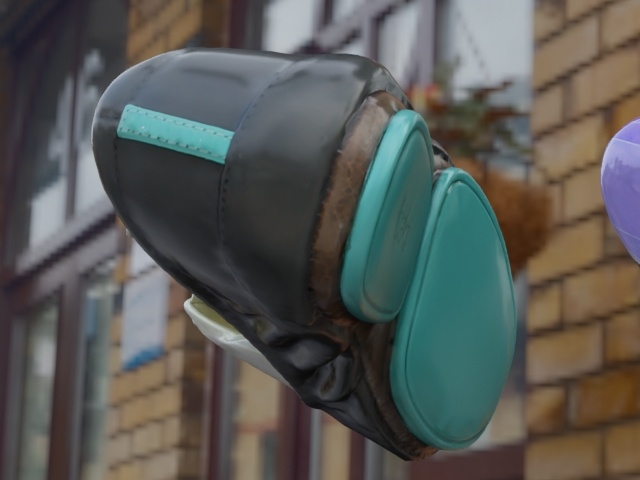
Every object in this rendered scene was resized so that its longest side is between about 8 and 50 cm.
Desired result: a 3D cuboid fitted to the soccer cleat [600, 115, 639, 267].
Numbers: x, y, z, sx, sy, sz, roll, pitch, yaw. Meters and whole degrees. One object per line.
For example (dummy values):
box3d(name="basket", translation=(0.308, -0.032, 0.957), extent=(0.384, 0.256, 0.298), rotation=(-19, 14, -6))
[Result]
box3d(name="soccer cleat", translation=(0.196, 0.049, 0.751), extent=(0.083, 0.248, 0.095), rotation=(-42, -6, 24))

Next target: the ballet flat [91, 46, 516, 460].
box3d(name="ballet flat", translation=(0.000, 0.000, 0.616), extent=(0.096, 0.095, 0.280), rotation=(16, -13, 16))
